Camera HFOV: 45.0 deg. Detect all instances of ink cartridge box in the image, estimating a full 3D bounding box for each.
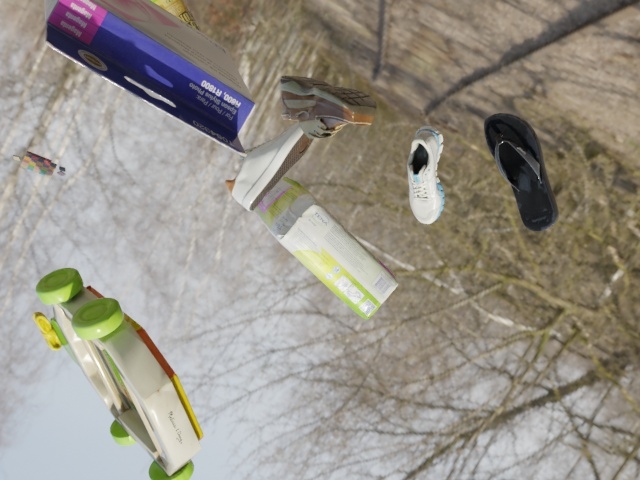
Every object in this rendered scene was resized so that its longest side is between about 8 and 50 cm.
[{"bbox_3d":[-0.255,-0.294,1.170,0.324,0.071,0.330,28,-161,-33],"label":"ink cartridge box"}]

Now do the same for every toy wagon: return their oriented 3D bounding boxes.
[{"bbox_3d":[-0.273,0.158,0.989,0.344,0.068,0.267,24,138,48],"label":"toy wagon"}]

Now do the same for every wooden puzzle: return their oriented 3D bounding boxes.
[{"bbox_3d":[-0.450,-0.121,1.237,0.083,0.006,0.049,23,149,-22],"label":"wooden puzzle"}]

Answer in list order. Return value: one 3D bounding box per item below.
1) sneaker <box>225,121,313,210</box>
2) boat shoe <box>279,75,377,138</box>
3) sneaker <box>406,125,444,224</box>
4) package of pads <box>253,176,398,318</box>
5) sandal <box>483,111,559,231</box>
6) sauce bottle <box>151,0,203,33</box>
[{"bbox_3d":[-0.127,-0.219,1.911,0.123,0.290,0.106,40,178,16],"label":"sneaker"},{"bbox_3d":[0.010,-0.282,1.694,0.123,0.119,0.324,0,-162,-30],"label":"boat shoe"},{"bbox_3d":[0.190,-0.116,1.463,0.071,0.190,0.083,4,-158,26],"label":"sneaker"},{"bbox_3d":[0.000,0.000,1.407,0.229,0.101,0.296,43,180,-19],"label":"package of pads"},{"bbox_3d":[0.397,-0.141,1.523,0.054,0.097,0.254,-15,-101,-50],"label":"sandal"},{"bbox_3d":[-0.301,-0.424,1.717,0.344,0.111,0.111,58,-177,-12],"label":"sauce bottle"}]
